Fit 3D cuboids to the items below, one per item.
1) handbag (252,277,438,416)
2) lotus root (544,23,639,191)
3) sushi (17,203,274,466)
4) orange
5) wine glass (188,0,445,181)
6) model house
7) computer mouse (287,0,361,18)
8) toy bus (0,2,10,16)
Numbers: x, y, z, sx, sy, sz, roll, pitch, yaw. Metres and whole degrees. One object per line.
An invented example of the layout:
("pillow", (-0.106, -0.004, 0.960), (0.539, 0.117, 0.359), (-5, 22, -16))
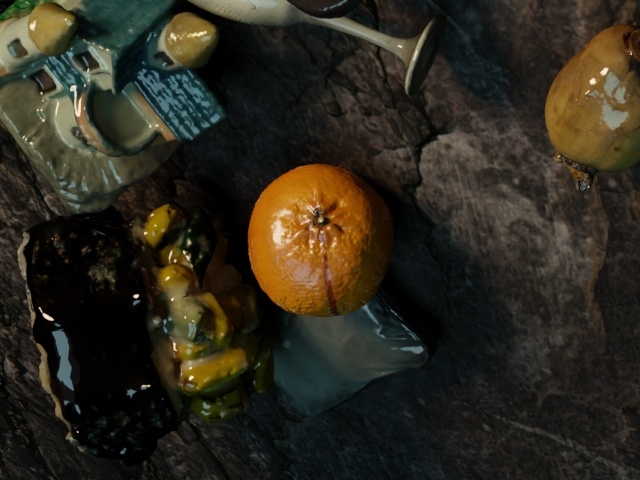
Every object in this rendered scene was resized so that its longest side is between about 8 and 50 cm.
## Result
("handbag", (0.014, 0.134, 2.093), (0.191, 0.075, 0.332), (47, 139, -10))
("lotus root", (0.304, -0.137, 1.628), (0.118, 0.125, 0.221), (1, 142, -25))
("sushi", (-0.222, 0.097, 1.989), (0.285, 0.328, 0.328), (-16, 146, 0))
("orange", (0.000, 0.000, 1.888), (0.193, 0.193, 0.161), (24, 180, 11))
("wine glass", (-0.033, -0.204, 1.782), (0.309, 0.096, 0.264), (23, 132, 12))
("model house", (-0.234, -0.194, 1.803), (0.325, 0.194, 0.267), (-9, 123, 53))
("computer mouse", (-0.029, -0.362, 1.644), (0.137, 0.086, 0.269), (-38, 86, 28))
("toy bus", (-0.487, -0.258, 2.012), (0.268, 0.106, 0.092), (11, 136, 21))
